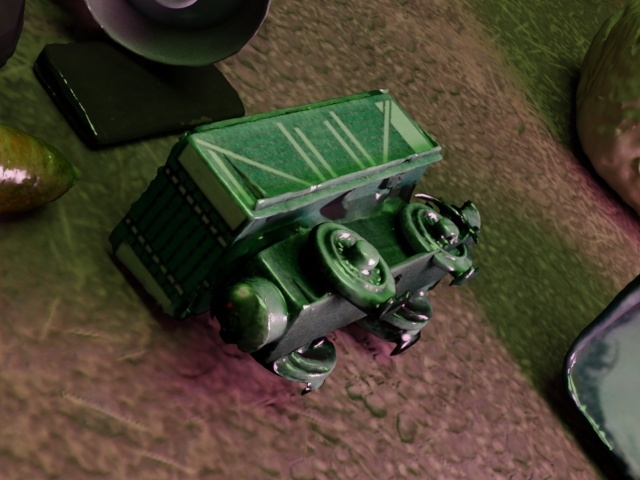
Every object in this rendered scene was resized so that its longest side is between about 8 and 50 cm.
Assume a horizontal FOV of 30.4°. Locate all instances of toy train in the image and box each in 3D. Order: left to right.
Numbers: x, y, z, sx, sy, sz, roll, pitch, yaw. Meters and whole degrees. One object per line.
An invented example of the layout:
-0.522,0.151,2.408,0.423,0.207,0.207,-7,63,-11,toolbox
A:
0.000,0.000,0.737,0.154,0.115,0.269,45,32,16,toy train

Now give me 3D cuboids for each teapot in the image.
-0.097,-0.232,0.841,0.203,0.171,0.225,0,36,10,teapot

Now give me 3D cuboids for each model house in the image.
0.348,0.129,0.939,0.253,0.184,0.291,48,19,16,model house

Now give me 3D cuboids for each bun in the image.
0.437,-0.135,1.242,0.352,0.227,0.349,8,50,-40,bun

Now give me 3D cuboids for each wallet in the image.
-0.119,-0.105,0.800,0.082,0.018,0.157,52,34,11,wallet

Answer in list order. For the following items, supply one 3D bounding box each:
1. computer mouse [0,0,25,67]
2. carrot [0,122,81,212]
-0.264,-0.172,0.669,0.217,0.073,0.122,49,35,-6,computer mouse
-0.261,-0.049,0.543,0.359,0.074,0.074,6,49,-46,carrot
